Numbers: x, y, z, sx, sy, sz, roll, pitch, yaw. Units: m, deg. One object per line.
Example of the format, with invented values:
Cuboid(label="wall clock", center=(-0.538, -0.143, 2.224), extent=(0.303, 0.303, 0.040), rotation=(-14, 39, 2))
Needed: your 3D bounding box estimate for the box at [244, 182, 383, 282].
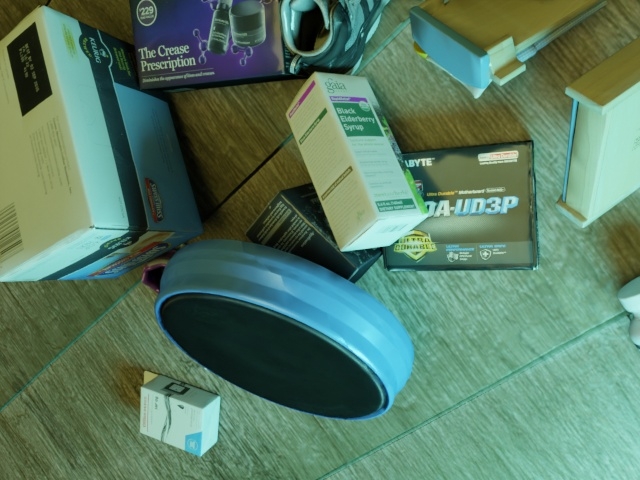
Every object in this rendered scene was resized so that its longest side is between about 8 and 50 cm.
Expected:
Cuboid(label="box", center=(0.000, 0.000, 0.884), extent=(0.158, 0.156, 0.093), rotation=(45, 114, 8))

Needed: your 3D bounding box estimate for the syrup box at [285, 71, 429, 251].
Cuboid(label="syrup box", center=(0.045, -0.112, 0.818), extent=(0.096, 0.093, 0.237), rotation=(-42, 61, 48))

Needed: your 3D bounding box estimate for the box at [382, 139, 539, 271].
Cuboid(label="box", center=(0.195, -0.046, 0.845), extent=(0.220, 0.051, 0.175), rotation=(-1, 101, 24))

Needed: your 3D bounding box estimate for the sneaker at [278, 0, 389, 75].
Cuboid(label="sneaker", center=(0.031, -0.339, 0.791), extent=(0.101, 0.153, 0.269), rotation=(28, 111, 15))

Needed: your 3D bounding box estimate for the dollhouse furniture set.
Cuboid(label="dollhouse furniture set", center=(0.307, -0.226, 0.737), extent=(0.286, 0.198, 0.303), rotation=(-34, 53, -8))

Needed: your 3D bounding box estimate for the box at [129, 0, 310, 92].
Cuboid(label="box", center=(-0.157, -0.334, 0.908), extent=(0.261, 0.103, 0.185), rotation=(0, 100, 24))

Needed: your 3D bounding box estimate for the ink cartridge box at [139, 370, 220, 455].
Cuboid(label="ink cartridge box", center=(-0.288, 0.331, 1.140), extent=(0.180, 0.060, 0.104), rotation=(12, 107, 21))

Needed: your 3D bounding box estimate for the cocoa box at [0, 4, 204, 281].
Cuboid(label="cocoa box", center=(-0.378, -0.132, 0.941), extent=(0.231, 0.228, 0.347), rotation=(-24, 77, 26))

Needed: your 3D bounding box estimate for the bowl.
Cuboid(label="bowl", center=(-0.061, 0.149, 0.862), extent=(0.390, 0.077, 0.391), rotation=(17, 148, 11))

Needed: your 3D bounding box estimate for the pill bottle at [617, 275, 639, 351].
Cuboid(label="pill bottle", center=(0.459, 0.130, 0.742), extent=(0.103, 0.103, 0.184), rotation=(-34, 87, 26))

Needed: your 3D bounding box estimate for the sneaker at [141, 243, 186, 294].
Cuboid(label="sneaker", center=(-0.219, 0.098, 1.032), extent=(0.236, 0.104, 0.095), rotation=(35, 112, 12))
